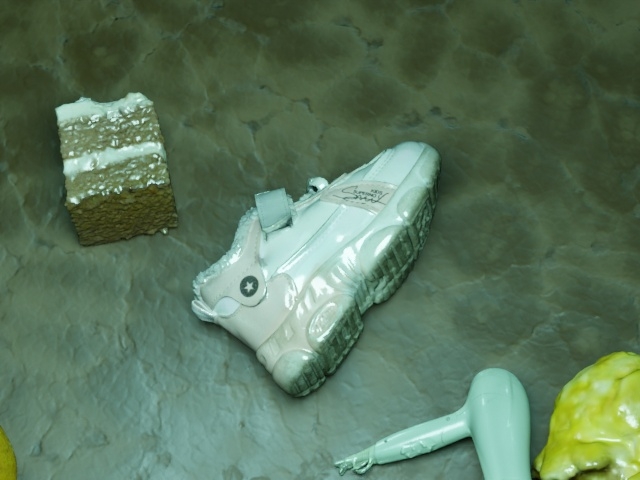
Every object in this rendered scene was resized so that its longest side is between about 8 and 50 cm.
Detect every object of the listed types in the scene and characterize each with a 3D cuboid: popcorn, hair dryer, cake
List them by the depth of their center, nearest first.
[{"bbox_3d":[0.356,0.246,1.503,0.190,0.191,0.254,38,71,-20],"label":"popcorn"},{"bbox_3d":[0.129,0.253,1.529,0.237,0.075,0.206,-13,36,13],"label":"hair dryer"},{"bbox_3d":[-0.253,-0.090,1.647,0.135,0.134,0.147,-12,62,-8],"label":"cake"}]

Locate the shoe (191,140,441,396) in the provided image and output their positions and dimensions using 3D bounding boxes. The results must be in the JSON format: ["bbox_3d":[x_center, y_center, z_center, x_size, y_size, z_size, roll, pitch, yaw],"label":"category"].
[{"bbox_3d":[0.000,-0.002,1.594,0.198,0.172,0.351,32,68,14],"label":"shoe"}]

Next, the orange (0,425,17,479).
[{"bbox_3d":[-0.442,0.280,1.459,0.248,0.183,0.249,-3,79,13],"label":"orange"}]
